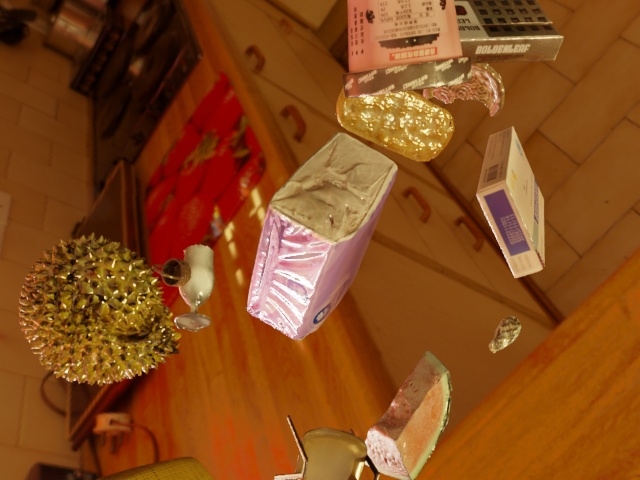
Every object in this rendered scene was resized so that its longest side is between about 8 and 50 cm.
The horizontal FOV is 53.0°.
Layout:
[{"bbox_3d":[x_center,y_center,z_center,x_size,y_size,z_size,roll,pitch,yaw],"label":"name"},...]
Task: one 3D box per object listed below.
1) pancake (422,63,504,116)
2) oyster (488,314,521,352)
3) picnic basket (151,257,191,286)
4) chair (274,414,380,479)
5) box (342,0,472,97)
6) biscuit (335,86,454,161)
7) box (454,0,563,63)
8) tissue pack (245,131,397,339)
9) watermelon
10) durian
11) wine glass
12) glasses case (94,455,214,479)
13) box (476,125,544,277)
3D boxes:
[{"bbox_3d":[0.339,-0.357,1.532,0.191,0.184,0.020,-10,40,34],"label":"pancake"},{"bbox_3d":[0.423,0.214,1.508,0.098,0.037,0.100,-42,9,5],"label":"oyster"},{"bbox_3d":[-0.340,0.071,1.457,0.072,0.083,0.072,-6,79,32],"label":"picnic basket"},{"bbox_3d":[0.017,0.474,1.319,0.247,0.159,0.172,159,126,-71],"label":"chair"},{"bbox_3d":[0.095,-0.242,0.748,0.151,0.151,0.135,18,120,57],"label":"box"},{"bbox_3d":[0.141,-0.226,1.194,0.118,0.247,0.029,-57,27,26],"label":"biscuit"},{"bbox_3d":[0.213,-0.384,0.965,0.047,0.180,0.324,102,159,-53],"label":"box"},{"bbox_3d":[0.000,0.000,1.183,0.242,0.160,0.338,-52,-12,-37],"label":"tissue pack"},{"bbox_3d":[0.219,0.429,1.534,0.148,0.226,0.318,31,91,27],"label":"watermelon"},{"bbox_3d":[-0.396,0.127,1.148,0.258,0.258,0.293,-36,86,37],"label":"durian"},{"bbox_3d":[-0.334,0.125,1.732,0.103,0.103,0.222,-32,46,40],"label":"wine glass"},{"bbox_3d":[-0.190,0.262,0.603,0.079,0.234,0.064,43,111,26],"label":"glasses case"},{"bbox_3d":[0.406,-0.092,1.348,0.065,0.200,0.343,-20,18,26],"label":"box"}]
